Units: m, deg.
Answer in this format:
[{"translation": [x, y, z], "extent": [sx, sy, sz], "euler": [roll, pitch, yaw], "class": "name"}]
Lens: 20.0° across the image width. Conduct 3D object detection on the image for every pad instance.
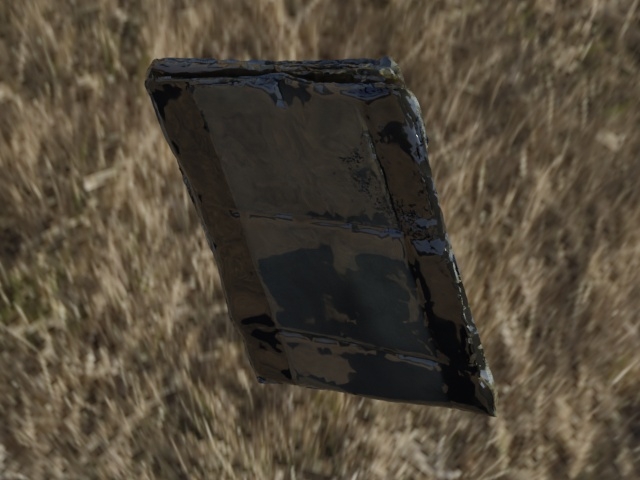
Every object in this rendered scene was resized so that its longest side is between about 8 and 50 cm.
[{"translation": [0.000, 0.000, 1.012], "extent": [0.174, 0.233, 0.022], "euler": [6, 39, 32], "class": "pad"}]
